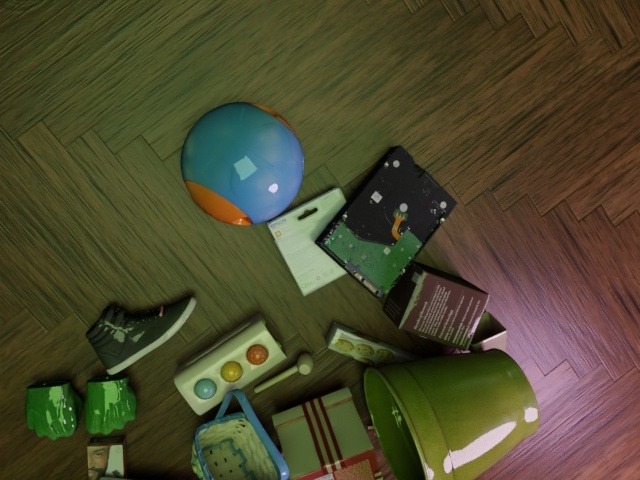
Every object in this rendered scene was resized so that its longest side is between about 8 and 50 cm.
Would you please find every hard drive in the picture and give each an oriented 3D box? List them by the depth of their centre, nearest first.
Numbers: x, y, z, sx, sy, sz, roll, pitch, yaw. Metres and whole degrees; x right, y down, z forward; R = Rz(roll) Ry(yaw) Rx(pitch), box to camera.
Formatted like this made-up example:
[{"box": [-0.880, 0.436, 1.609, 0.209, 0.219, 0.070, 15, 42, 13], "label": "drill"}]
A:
[{"box": [0.175, -0.047, 1.552, 0.237, 0.064, 0.339, 41, 79, -16], "label": "hard drive"}]

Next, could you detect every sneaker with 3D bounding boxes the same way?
[{"box": [-0.466, 0.205, 1.501, 0.295, 0.104, 0.147, -36, 108, 3], "label": "sneaker"}]

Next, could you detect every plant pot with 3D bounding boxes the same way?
[{"box": [0.343, 0.441, 1.507, 0.352, 0.366, 0.367, -18, 102, -13], "label": "plant pot"}, {"box": [0.464, 0.285, 1.671, 0.109, 0.109, 0.096, -24, 115, -4], "label": "plant pot"}]

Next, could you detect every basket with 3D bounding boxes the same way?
[{"box": [-0.201, 0.549, 1.490, 0.201, 0.255, 0.289, -6, 138, -44], "label": "basket"}]

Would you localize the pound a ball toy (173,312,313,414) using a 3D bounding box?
[{"box": [-0.193, 0.346, 1.555, 0.319, 0.136, 0.208, -33, 103, -2], "label": "pound a ball toy"}]

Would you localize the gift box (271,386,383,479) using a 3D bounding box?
[{"box": [0.015, 0.582, 1.575, 0.255, 0.258, 0.276, -15, 121, -8], "label": "gift box"}]

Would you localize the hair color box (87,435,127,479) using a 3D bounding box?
[{"box": [-0.570, 0.615, 1.583, 0.093, 0.053, 0.167, -1, 99, -8], "label": "hair color box"}]

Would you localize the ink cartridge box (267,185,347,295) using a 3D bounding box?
[{"box": [0.000, 0.000, 1.573, 0.223, 0.045, 0.224, -27, 102, -5], "label": "ink cartridge box"}]

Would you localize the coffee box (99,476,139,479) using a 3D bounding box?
[{"box": [-0.440, 0.854, 1.471, 0.334, 0.338, 0.338, 11, 111, -11], "label": "coffee box"}]

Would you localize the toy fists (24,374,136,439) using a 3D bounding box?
[{"box": [-0.616, 0.431, 1.525, 0.279, 0.096, 0.142, -4, 90, -7], "label": "toy fists"}]

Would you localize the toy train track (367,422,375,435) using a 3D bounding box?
[{"box": [0.175, 0.538, 1.711, 0.083, 0.014, 0.048, 1, 92, -15], "label": "toy train track"}]

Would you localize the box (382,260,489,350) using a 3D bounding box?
[{"box": [0.306, 0.169, 1.588, 0.203, 0.168, 0.167, 20, 97, -11], "label": "box"}]

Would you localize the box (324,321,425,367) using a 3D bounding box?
[{"box": [0.169, 0.318, 1.645, 0.323, 0.063, 0.067, 25, 97, -12], "label": "box"}]

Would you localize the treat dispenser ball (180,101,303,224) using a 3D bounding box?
[{"box": [-0.182, -0.179, 1.389, 0.288, 0.288, 0.288, -2, 100, -9], "label": "treat dispenser ball"}]
